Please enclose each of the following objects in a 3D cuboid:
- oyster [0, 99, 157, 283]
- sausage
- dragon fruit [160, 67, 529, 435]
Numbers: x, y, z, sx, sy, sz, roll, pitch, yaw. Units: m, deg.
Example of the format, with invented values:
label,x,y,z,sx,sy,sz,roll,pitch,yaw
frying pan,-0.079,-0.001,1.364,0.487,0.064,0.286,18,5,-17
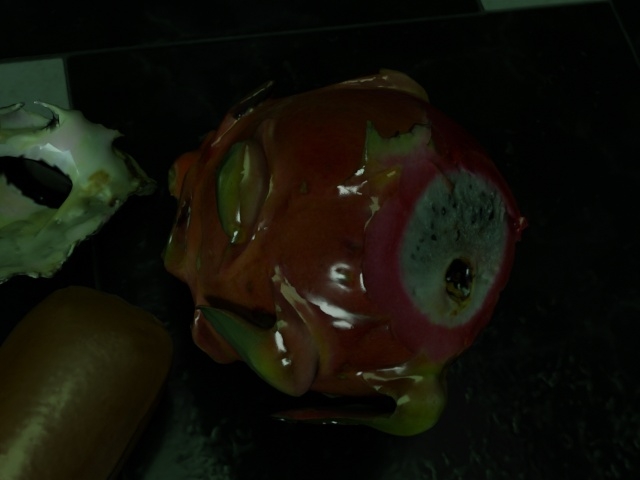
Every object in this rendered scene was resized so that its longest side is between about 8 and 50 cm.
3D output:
label,x,y,z,sx,sy,sz,roll,pitch,yaw
oyster,-0.215,-0.031,0.671,0.133,0.072,0.209,46,48,-5
sausage,-0.185,0.148,0.584,0.105,0.105,0.274,26,61,7
dragon fruit,0.005,0.002,0.630,0.224,0.227,0.224,4,83,-37
